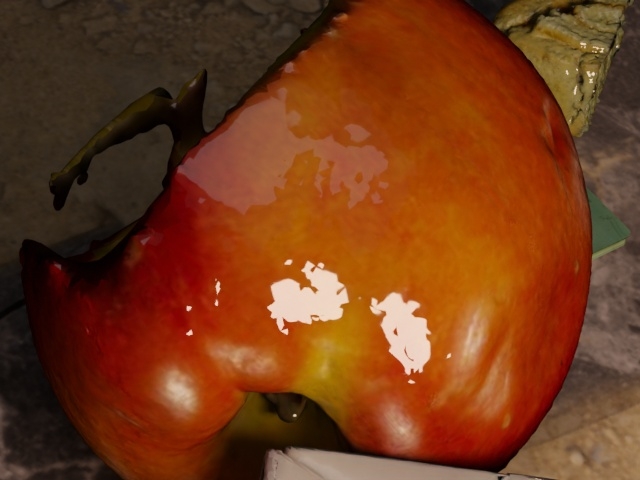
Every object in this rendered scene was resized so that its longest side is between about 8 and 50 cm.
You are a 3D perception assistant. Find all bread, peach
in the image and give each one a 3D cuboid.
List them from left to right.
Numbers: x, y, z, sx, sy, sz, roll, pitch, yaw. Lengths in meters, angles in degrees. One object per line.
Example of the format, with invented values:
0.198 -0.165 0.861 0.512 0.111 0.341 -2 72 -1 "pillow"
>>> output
0.006 0.019 1.032 0.310 0.335 0.406 51 29 -11 "peach"
0.201 -0.167 1.391 0.110 0.103 0.156 15 42 16 "bread"

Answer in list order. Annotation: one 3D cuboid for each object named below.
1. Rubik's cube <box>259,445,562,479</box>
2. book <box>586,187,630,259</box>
0.062 0.273 0.891 0.231 0.225 0.221 8 48 -4 "Rubik's cube"
0.169 -0.008 1.293 0.135 0.017 0.103 -23 56 -29 "book"
